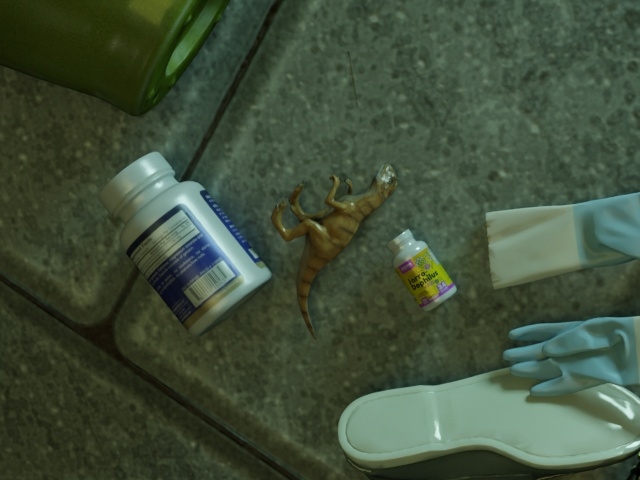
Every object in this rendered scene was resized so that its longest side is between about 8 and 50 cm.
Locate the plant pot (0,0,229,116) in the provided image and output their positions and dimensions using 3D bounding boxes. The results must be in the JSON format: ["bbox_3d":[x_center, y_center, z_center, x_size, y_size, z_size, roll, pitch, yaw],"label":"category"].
[{"bbox_3d":[-0.261,-0.310,1.090,0.353,0.366,0.366,33,107,-3],"label":"plant pot"}]

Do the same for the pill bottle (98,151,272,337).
[{"bbox_3d":[-0.151,0.001,1.211,0.112,0.112,0.187,-40,86,19],"label":"pill bottle"}]

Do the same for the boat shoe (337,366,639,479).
[{"bbox_3d":[0.182,0.208,1.173,0.319,0.116,0.099,-5,141,11],"label":"boat shoe"}]

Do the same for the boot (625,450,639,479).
[{"bbox_3d":[0.288,0.268,1.108,0.236,0.085,0.179,11,128,8],"label":"boot"}]

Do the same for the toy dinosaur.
[{"bbox_3d":[0.000,0.000,1.191,0.112,0.064,0.211,37,108,6],"label":"toy dinosaur"}]

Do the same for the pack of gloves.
[{"bbox_3d":[0.291,0.055,1.121,0.232,0.046,0.195,-7,85,25],"label":"pack of gloves"}]

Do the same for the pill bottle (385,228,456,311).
[{"bbox_3d":[0.104,0.031,1.175,0.043,0.043,0.083,-36,88,19],"label":"pill bottle"}]
